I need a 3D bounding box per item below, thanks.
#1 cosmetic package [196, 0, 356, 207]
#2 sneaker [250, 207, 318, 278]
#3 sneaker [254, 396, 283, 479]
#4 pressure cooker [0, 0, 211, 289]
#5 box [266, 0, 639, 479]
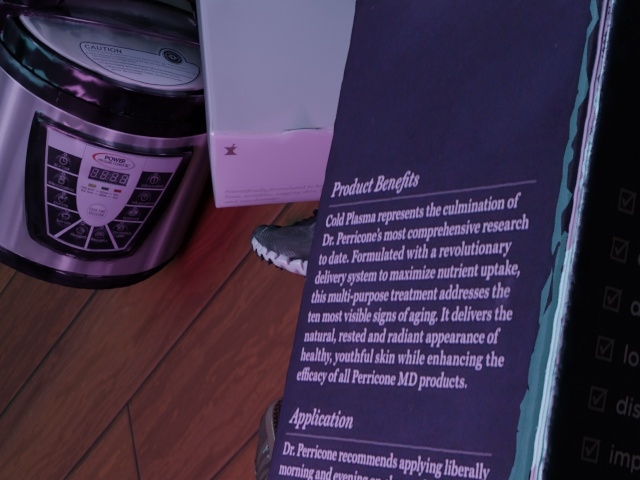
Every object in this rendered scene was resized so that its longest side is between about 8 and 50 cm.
[{"bbox_3d":[-0.043,-0.240,1.907,0.156,0.217,0.385,95,172,-58],"label":"cosmetic package"},{"bbox_3d":[0.000,0.000,1.897,0.234,0.078,0.106,23,92,54],"label":"sneaker"},{"bbox_3d":[-0.048,0.286,1.860,0.071,0.066,0.188,128,151,-57],"label":"sneaker"},{"bbox_3d":[-0.310,-0.192,2.128,0.375,0.370,0.420,34,121,16],"label":"pressure cooker"},{"bbox_3d":[0.249,0.094,1.095,0.297,0.480,0.472,-3,73,57],"label":"box"}]
